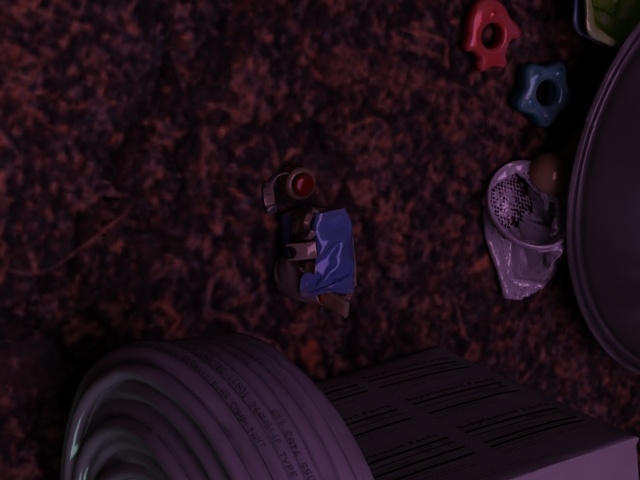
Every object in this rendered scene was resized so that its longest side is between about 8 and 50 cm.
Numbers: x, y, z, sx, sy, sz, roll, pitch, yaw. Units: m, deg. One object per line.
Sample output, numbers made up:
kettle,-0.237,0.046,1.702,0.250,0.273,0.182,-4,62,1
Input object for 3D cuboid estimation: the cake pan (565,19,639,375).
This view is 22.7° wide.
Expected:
cake pan,0.281,-0.039,1.019,0.293,0.054,0.293,-14,115,-32

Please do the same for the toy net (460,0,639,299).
toy net,0.138,-0.074,0.968,0.122,0.045,0.232,7,98,-30

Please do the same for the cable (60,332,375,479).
cable,-0.051,0.174,0.801,0.089,0.257,0.257,-10,105,-31

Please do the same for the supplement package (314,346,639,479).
supplement package,0.065,0.188,0.896,0.149,0.203,0.194,-13,106,-24

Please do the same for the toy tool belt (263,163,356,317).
toy tool belt,0.000,0.000,0.907,0.052,0.051,0.083,-14,107,-25
